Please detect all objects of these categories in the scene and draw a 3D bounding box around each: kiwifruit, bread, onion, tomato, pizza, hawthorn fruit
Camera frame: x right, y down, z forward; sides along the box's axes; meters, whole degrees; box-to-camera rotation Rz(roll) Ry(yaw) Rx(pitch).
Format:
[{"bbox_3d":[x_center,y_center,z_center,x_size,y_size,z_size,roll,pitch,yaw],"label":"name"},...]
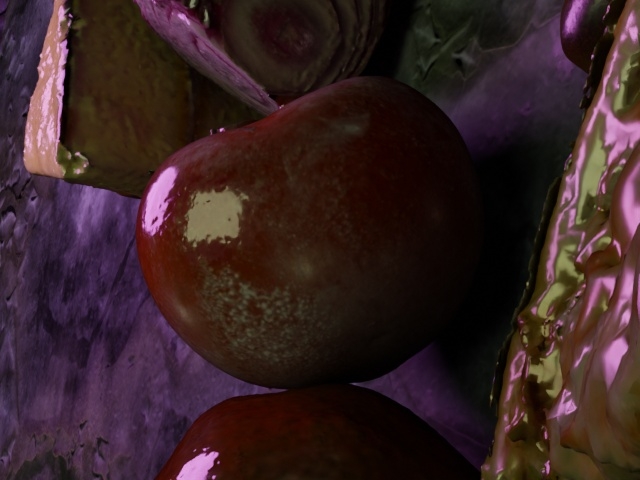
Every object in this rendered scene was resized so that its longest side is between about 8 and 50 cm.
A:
[{"bbox_3d":[0.208,-0.164,0.916,0.124,0.075,0.075,-53,37,34],"label":"kiwifruit"},{"bbox_3d":[-0.142,-0.153,1.375,0.198,0.263,0.236,12,90,60],"label":"bread"},{"bbox_3d":[-0.047,-0.238,1.280,0.207,0.216,0.206,-44,26,-7],"label":"onion"},{"bbox_3d":[0.000,0.000,1.055,0.270,0.270,0.227,-25,89,57],"label":"tomato"},{"bbox_3d":[0.175,0.003,0.763,0.435,0.080,0.392,-75,2,-49],"label":"pizza"},{"bbox_3d":[0.004,0.237,0.945,0.311,0.295,0.295,-83,10,-78],"label":"hawthorn fruit"}]
